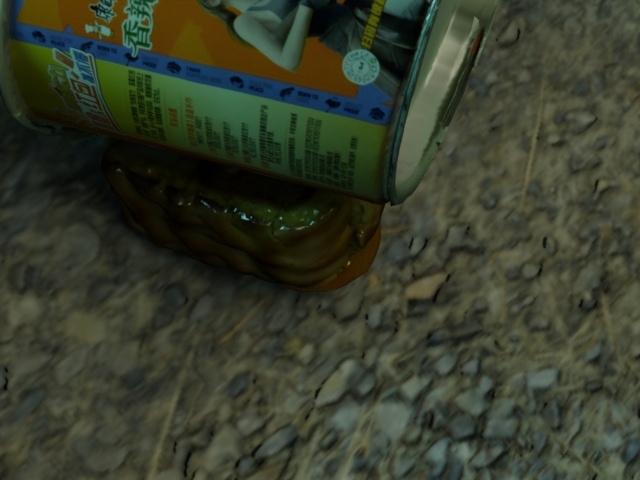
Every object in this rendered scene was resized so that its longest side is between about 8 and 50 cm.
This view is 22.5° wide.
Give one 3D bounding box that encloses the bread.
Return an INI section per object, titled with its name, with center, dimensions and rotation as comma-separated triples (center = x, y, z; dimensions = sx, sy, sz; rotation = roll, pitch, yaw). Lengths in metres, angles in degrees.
[bread]
center = -0.030, -0.088, 1.033
dimensions = 0.181, 0.096, 0.222
rotation = 13, 63, 13

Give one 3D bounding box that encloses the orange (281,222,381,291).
[orange]
center = 0.000, 0.000, 1.071
dimensions = 0.086, 0.062, 0.086
rotation = -6, 54, 9

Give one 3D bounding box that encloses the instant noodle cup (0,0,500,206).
[instant noodle cup]
center = -0.017, -0.161, 0.869
dimensions = 0.214, 0.296, 0.296
rotation = 20, 63, 10
